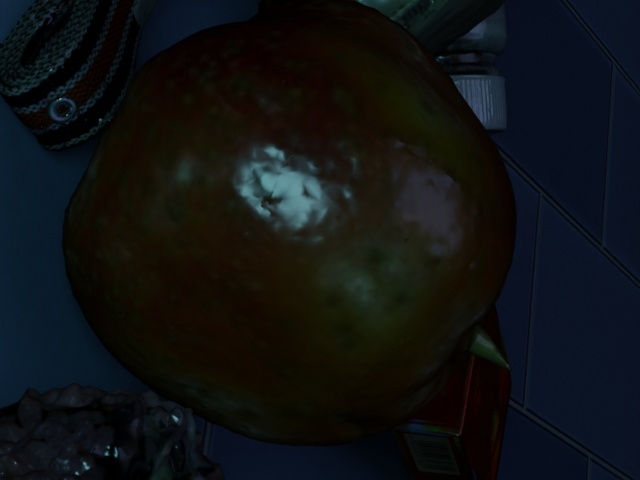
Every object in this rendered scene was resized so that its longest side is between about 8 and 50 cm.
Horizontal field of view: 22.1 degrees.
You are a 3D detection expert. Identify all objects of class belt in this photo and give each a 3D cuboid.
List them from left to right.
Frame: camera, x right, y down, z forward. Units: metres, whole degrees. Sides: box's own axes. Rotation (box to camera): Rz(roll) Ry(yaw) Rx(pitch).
[{"bbox_3d":[-0.181,-0.234,1.466,0.360,0.126,0.094,-64,148,-32],"label":"belt"}]

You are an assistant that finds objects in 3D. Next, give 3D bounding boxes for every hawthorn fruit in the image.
[{"bbox_3d":[0.000,0.000,1.420,0.403,0.402,0.403,14,74,-58],"label":"hawthorn fruit"}]

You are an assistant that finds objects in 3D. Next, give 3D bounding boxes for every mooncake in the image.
[{"bbox_3d":[0.080,-0.264,1.762,0.136,0.250,0.254,50,16,10],"label":"mooncake"}]

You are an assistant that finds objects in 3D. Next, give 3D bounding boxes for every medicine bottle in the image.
[{"bbox_3d":[0.141,-0.260,1.959,0.165,0.165,0.273,-2,87,-60],"label":"medicine bottle"}]

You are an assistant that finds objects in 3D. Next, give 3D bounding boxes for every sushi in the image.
[{"bbox_3d":[-0.183,0.249,1.327,0.236,0.170,0.270,54,41,-41],"label":"sushi"}]

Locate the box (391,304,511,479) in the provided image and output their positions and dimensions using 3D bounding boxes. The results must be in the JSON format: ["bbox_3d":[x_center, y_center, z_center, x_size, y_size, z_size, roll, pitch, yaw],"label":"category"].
[{"bbox_3d":[0.159,0.190,1.912,0.313,0.089,0.197,69,29,-60],"label":"box"}]
